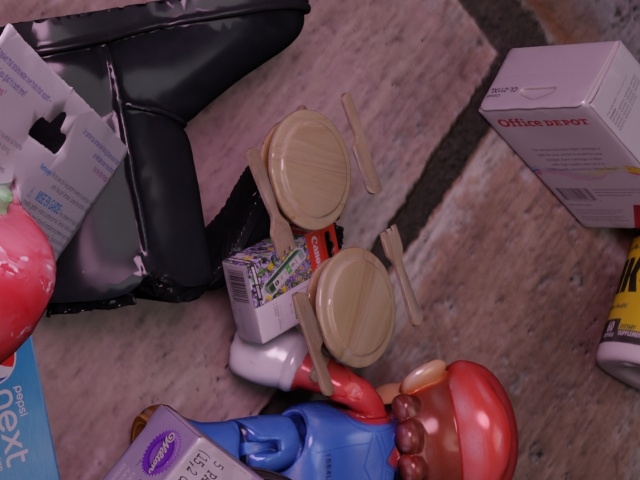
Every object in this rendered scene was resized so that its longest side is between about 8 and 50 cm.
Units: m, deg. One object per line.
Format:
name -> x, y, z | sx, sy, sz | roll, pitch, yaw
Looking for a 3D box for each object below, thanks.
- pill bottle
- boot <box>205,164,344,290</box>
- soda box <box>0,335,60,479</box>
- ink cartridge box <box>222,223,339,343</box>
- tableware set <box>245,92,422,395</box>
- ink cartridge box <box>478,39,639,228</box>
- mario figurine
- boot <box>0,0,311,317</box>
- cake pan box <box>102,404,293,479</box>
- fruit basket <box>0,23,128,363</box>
pill bottle -> 0.334, 0.032, 1.596 | 0.119, 0.119, 0.209 | 31, 73, -37
boot -> -0.039, 0.008, 1.332 | 0.099, 0.045, 0.121 | 46, 66, -39
soda box -> -0.227, 0.109, 1.160 | 0.067, 0.071, 0.210 | -17, 104, -39
ink cartridge box -> -0.018, 0.024, 1.303 | 0.115, 0.029, 0.063 | -28, 115, -39
tableware set -> 0.000, 0.000, 1.269 | 0.128, 0.039, 0.194 | -33, 111, -46
ink cartridge box -> 0.240, -0.088, 1.502 | 0.175, 0.127, 0.072 | 44, 65, -33
mario figurine -> 0.006, 0.168, 1.355 | 0.320, 0.170, 0.198 | -7, 134, -29
boot -> -0.103, -0.065, 1.235 | 0.246, 0.094, 0.207 | -15, 99, -32
cake pan box -> -0.090, 0.275, 1.196 | 0.267, 0.070, 0.246 | -51, 126, -7
fruit basket -> -0.242, 0.058, 0.950 | 0.165, 0.327, 0.353 | 29, 86, 7
